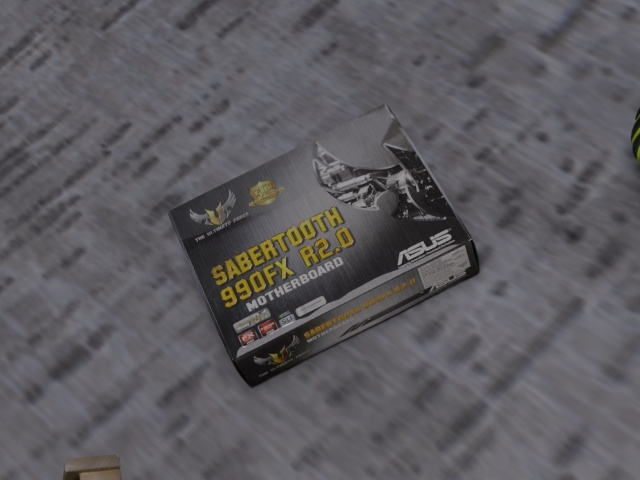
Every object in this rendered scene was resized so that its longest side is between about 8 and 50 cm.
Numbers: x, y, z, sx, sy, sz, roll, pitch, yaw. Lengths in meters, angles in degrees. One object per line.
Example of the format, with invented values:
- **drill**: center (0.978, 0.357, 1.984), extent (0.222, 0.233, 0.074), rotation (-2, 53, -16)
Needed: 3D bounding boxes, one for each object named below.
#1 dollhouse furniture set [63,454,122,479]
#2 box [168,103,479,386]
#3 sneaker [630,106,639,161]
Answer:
- **dollhouse furniture set**: center (-0.263, 0.269, 0.916), extent (0.242, 0.212, 0.161), rotation (-3, 54, -17)
- **box**: center (0.000, 0.000, 1.103), extent (0.231, 0.056, 0.183), rotation (-26, 54, -1)
- **sneaker**: center (0.364, -0.143, 1.075), extent (0.123, 0.109, 0.295), rotation (36, 58, -5)
